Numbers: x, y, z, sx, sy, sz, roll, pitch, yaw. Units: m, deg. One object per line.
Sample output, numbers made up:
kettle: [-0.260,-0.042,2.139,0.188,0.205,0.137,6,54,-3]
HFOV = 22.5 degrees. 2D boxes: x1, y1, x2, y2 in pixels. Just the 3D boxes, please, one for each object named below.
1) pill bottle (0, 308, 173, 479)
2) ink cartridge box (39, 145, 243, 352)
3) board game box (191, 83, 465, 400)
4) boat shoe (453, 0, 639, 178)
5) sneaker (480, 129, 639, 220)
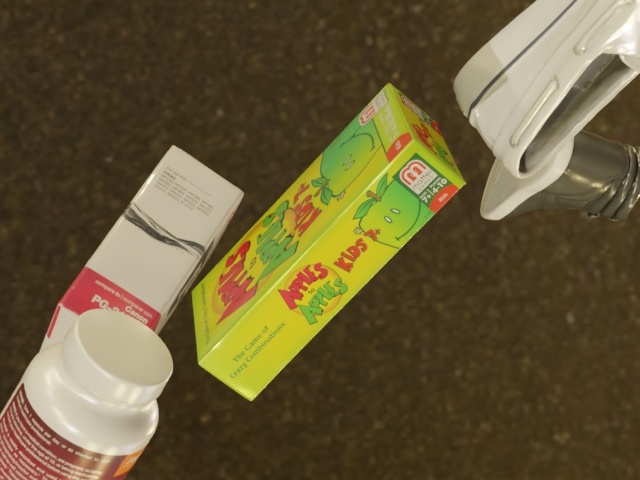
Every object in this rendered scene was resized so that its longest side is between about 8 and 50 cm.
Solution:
pill bottle: [-0.152,0.118,0.971,0.086,0.152,0.086,26,28,-15]
ink cartridge box: [-0.197,0.039,1.763,0.100,0.172,0.237,33,60,-1]
board game box: [0.000,0.000,0.946,0.043,0.181,0.092,38,16,-22]
boat shoe: [0.195,-0.136,0.986,0.095,0.258,0.084,-3,57,-47]
sneaker: [0.302,-0.065,1.996,0.147,0.296,0.104,18,77,-12]
